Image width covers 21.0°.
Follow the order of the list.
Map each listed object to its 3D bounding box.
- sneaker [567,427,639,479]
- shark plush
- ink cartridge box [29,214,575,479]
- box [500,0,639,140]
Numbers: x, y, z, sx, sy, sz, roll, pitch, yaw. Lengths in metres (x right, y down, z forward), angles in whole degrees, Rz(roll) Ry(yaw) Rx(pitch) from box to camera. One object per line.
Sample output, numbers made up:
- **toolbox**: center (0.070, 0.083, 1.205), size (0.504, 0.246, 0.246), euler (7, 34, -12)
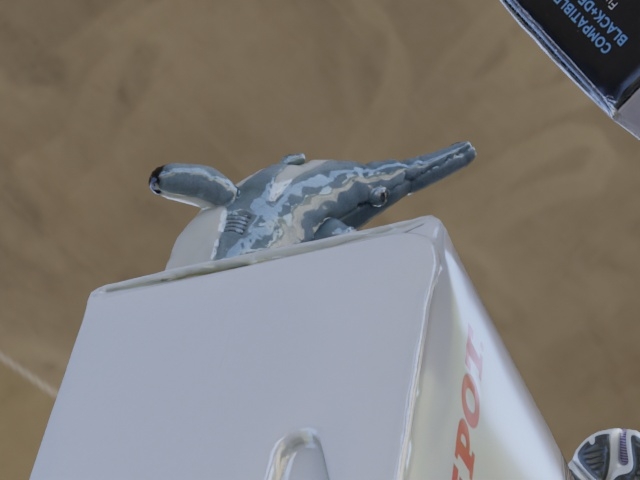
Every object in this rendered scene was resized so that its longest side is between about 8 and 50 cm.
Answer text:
- **sneaker**: center (0.173, 0.178, 0.939), size (0.071, 0.068, 0.170), euler (-34, -64, -55)
- **shark plush**: center (0.000, 0.000, 0.743), size (0.161, 0.067, 0.073), euler (-13, -65, -32)
- **ink cartridge box**: center (0.023, 0.167, 0.510), size (0.121, 0.211, 0.289), euler (-11, -48, 23)
- **box**: center (0.202, -0.131, 0.496), size (0.290, 0.087, 0.169), euler (-46, -41, 14)
